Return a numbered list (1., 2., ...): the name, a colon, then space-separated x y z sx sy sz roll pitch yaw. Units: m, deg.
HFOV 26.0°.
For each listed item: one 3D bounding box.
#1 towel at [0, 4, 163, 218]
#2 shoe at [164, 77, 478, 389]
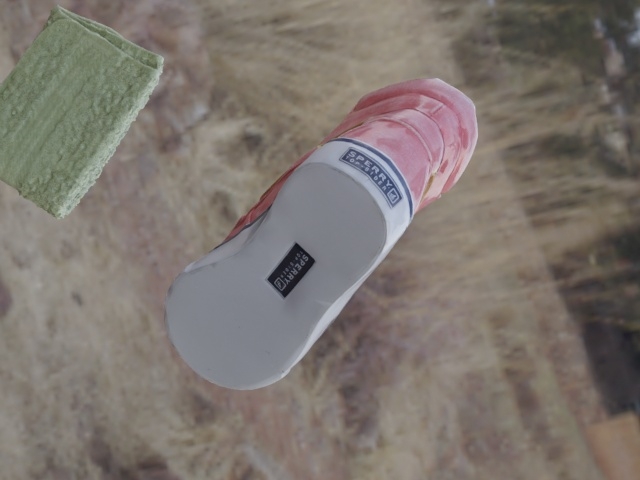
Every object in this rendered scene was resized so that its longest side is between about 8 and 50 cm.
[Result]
1. towel: -0.194 -0.098 1.051 0.148 0.110 0.027 -58 165 -9
2. shoe: 0.000 0.000 0.590 0.063 0.178 0.081 46 50 1
